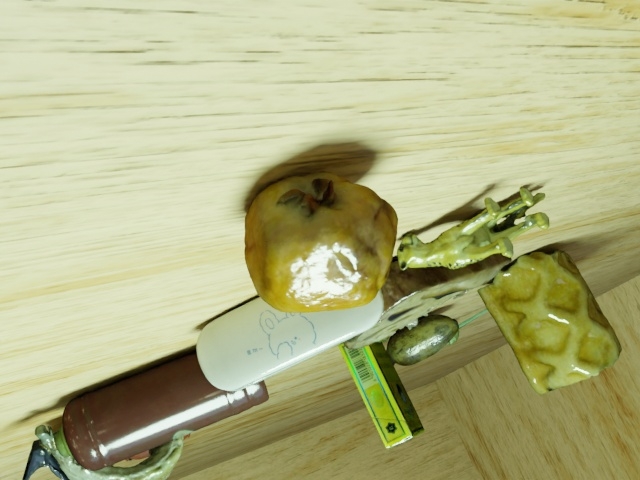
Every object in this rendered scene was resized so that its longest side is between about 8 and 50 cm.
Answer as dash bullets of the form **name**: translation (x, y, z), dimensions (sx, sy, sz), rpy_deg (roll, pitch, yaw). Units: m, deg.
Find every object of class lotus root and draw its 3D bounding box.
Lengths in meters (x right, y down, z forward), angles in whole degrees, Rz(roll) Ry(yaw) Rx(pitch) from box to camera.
- **lotus root**: translation (0.210, 0.208, 1.548), dimensions (0.179, 0.080, 0.089), rpy_deg (-33, -177, 18)
- **lotus root**: translation (0.124, 0.070, 1.026), dimensions (0.261, 0.074, 0.170), rpy_deg (-33, 158, 26)

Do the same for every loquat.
- **loquat**: translation (0.000, 0.000, 0.594), dimensions (0.137, 0.112, 0.137), rpy_deg (1, 153, 1)

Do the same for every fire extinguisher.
- **fire extinguisher**: translation (-0.241, 0.244, 0.973), dimensions (0.344, 0.102, 0.138), rpy_deg (-21, 125, -10)

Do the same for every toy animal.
- **toy animal**: translation (0.194, -0.010, 0.904), dimensions (0.136, 0.073, 0.181), rpy_deg (-28, 177, 41)

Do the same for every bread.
- **bread**: translation (0.446, 0.153, 1.429), dimensions (0.196, 0.252, 0.238), rpy_deg (-34, 166, 17)

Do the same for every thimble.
- **thimble**: translation (-0.306, 0.316, 1.091), dimensions (0.191, 0.137, 0.143), rpy_deg (-2, 155, -26)

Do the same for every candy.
- **candy**: translation (0.369, 0.194, 1.794), dimensions (0.203, 0.061, 0.061), rpy_deg (-29, 164, -10)

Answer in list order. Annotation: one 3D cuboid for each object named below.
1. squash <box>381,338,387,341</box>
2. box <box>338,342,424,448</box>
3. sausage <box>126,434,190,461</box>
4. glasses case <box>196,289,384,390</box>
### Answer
- **squash**: translation (0.124, 0.193, 1.482), dimensions (0.027, 0.027, 0.089), rpy_deg (-28, 164, 13)
- **box**: translation (0.124, 0.297, 1.459), dimensions (0.064, 0.219, 0.141), rpy_deg (-27, 163, 11)
- **sausage**: translation (-0.297, 0.344, 1.304), dimensions (0.141, 0.076, 0.076), rpy_deg (-20, 163, -12)
- **glasses case**: translation (-0.037, 0.101, 0.869), dimensions (0.234, 0.092, 0.059), rpy_deg (-24, 165, 7)
